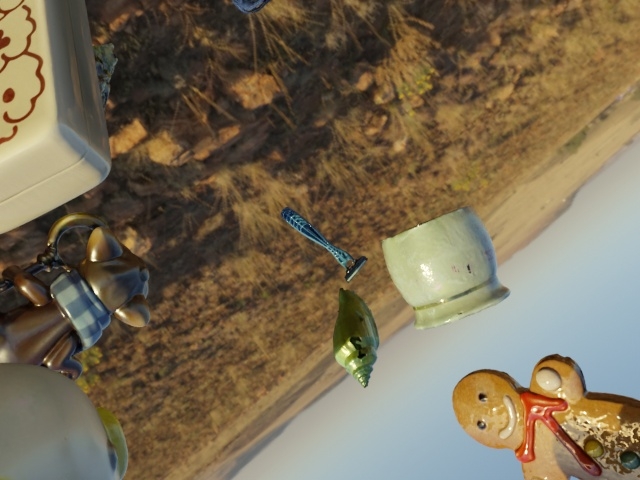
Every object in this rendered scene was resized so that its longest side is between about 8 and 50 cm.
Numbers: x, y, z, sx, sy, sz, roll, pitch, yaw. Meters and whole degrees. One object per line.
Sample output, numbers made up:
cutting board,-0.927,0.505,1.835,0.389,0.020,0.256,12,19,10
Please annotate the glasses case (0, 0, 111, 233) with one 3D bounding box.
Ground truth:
glasses case,-0.303,-0.172,0.551,0.144,0.336,0.076,-27,148,6

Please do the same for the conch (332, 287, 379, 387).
conch,0.071,0.192,1.087,0.079,0.095,0.200,-38,-145,47

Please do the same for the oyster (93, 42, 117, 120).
oyster,-0.293,-0.169,0.698,0.053,0.165,0.108,4,-177,9

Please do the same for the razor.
razor,0.000,0.000,1.438,0.082,0.253,0.042,-53,174,8

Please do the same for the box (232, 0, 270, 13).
box,-0.192,-0.524,0.843,0.112,0.369,0.190,-36,155,16

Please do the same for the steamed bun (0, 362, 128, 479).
steamed bun,-0.415,0.341,0.709,0.334,0.334,0.373,-26,133,-45

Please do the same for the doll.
doll,-0.501,0.127,1.094,0.340,0.317,0.209,-35,-177,-13

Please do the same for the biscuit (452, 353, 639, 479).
biscuit,0.324,0.259,0.740,0.049,0.324,0.205,-10,110,-50

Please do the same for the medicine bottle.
medicine bottle,0.174,0.040,0.779,0.147,0.143,0.147,-23,175,-2
